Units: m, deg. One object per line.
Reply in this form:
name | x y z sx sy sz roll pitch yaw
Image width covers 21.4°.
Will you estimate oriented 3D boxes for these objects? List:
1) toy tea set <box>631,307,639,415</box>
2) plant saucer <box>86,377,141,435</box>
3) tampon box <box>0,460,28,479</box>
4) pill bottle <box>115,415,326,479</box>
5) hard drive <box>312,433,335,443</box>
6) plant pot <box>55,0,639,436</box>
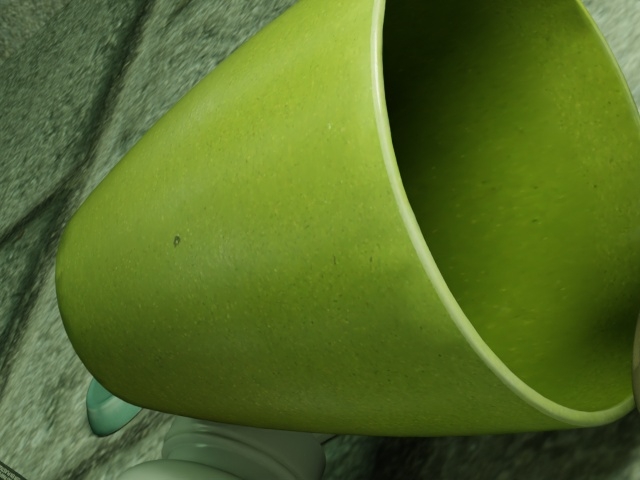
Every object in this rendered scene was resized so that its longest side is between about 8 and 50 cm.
toy tea set | 0.230 -0.010 0.815 0.200 0.124 0.336 91 -171 -71
plant saucer | -0.170 0.116 1.491 0.119 0.021 0.119 -41 23 22
tampon box | -0.309 0.253 1.408 0.161 0.120 0.101 -56 22 -13
pill bottle | -0.085 0.218 1.015 0.136 0.136 0.245 -23 35 49
hard drive | 0.050 0.000 1.227 0.203 0.040 0.307 -34 27 35
plant pot | 0.000 0.000 0.950 0.293 0.275 0.274 -20 36 35
